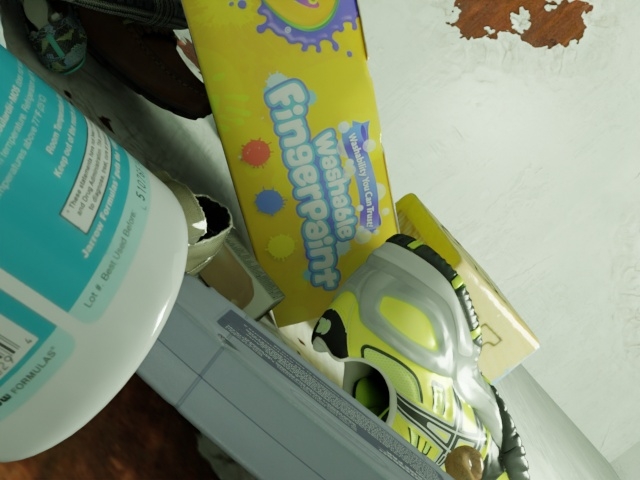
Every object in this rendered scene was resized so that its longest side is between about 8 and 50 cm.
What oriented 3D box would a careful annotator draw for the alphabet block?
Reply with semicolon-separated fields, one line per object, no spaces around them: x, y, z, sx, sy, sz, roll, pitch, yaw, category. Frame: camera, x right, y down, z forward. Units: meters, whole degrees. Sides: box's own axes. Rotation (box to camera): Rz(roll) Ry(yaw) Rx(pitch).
0.132;0.094;1.141;0.197;0.193;0.192;43;10;-33;alphabet block

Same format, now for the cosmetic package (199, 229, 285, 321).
-0.089;0.026;0.842;0.115;0.041;0.060;50;9;6;cosmetic package

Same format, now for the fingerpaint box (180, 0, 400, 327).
-0.046;-0.196;0.956;0.371;0.163;0.445;-106;-178;-58;fingerpaint box

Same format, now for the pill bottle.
-0.186;-0.035;0.321;0.264;0.146;0.146;44;11;-34;pill bottle

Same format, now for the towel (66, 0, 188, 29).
-0.324;-0.325;0.893;0.324;0.056;0.312;39;18;12;towel

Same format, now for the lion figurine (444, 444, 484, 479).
0.183;0.340;0.682;0.392;0.142;0.240;36;16;5;lion figurine

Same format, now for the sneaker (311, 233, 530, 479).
0.101;0.178;0.894;0.145;0.147;0.385;25;-35;57;sneaker

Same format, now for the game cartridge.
-0.003;0.131;0.581;0.294;0.060;0.196;38;-4;0;game cartridge

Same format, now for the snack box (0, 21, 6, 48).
-0.294;-0.157;0.563;0.187;0.060;0.322;41;12;-42;snack box

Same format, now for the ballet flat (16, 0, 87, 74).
-0.290;-0.250;0.911;0.070;0.070;0.188;39;13;-49;ballet flat

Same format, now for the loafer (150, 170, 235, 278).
-0.142;-0.023;0.649;0.094;0.087;0.251;52;10;14;loafer

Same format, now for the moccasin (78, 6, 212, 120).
-0.252;-0.314;1.106;0.380;0.147;0.139;52;7;13;moccasin
